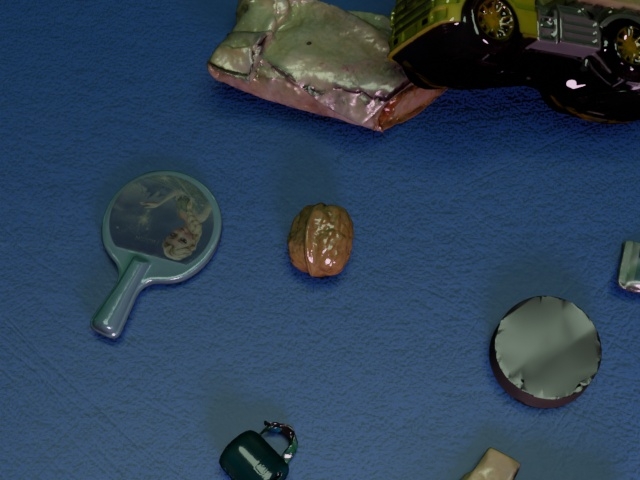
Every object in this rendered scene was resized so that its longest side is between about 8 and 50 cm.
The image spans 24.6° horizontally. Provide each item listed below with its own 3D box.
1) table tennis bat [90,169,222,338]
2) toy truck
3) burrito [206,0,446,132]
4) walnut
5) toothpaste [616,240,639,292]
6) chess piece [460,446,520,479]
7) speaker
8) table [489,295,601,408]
[{"bbox_3d":[-0.217,0.016,1.829,0.149,0.038,0.237,26,68,6],"label":"table tennis bat"},{"bbox_3d":[0.289,-0.291,1.832,0.405,0.180,0.254,6,74,-24],"label":"toy truck"},{"bbox_3d":[0.033,-0.226,1.890,0.347,0.107,0.175,11,69,-2],"label":"burrito"},{"bbox_3d":[0.000,0.000,1.824,0.078,0.082,0.096,3,69,28],"label":"walnut"},{"bbox_3d":[0.507,0.063,1.847,0.268,0.047,0.069,15,83,6],"label":"toothpaste"},{"bbox_3d":[0.258,0.322,1.727,0.200,0.090,0.090,27,71,18],"label":"chess piece"},{"bbox_3d":[-0.069,0.259,1.746,0.075,0.060,0.094,45,39,12],"label":"speaker"},{"bbox_3d":[0.276,0.137,1.806,0.133,0.043,0.134,1,70,-2],"label":"table"}]
